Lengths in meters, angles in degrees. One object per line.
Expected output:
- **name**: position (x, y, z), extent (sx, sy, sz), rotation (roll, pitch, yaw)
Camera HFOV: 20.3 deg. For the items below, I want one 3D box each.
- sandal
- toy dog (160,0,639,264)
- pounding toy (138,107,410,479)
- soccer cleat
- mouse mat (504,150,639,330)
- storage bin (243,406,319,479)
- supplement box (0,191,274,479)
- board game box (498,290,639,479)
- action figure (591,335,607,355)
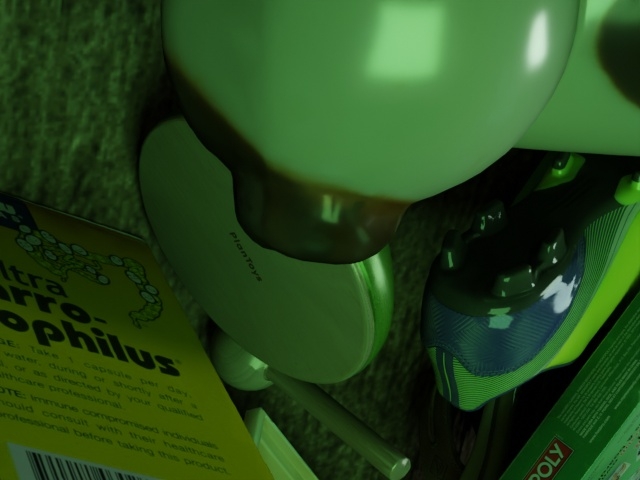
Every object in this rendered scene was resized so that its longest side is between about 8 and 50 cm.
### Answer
- **sandal**: position (0.105, 0.137, 1.215), extent (0.120, 0.086, 0.303), rotation (-17, 128, -57)
- **toy dog**: position (0.112, -0.122, 0.872), extent (0.408, 0.395, 0.284), rotation (-11, 135, -28)
- **pounding toy**: position (0.000, 0.000, 1.056), extent (0.110, 0.183, 0.237), rotation (-39, 135, -30)
- **soccer cleat**: position (0.165, 0.009, 1.116), extent (0.289, 0.093, 0.121), rotation (-29, 135, -38)
- **mouse mat**: position (0.198, -0.029, 1.207), extent (0.152, 0.007, 0.190), rotation (21, 112, -34)
- **storage bin**: position (-0.051, 0.295, 1.134), extent (0.123, 0.262, 0.260), rotation (-13, 134, 25)
- **supplement box**: position (-0.164, 0.140, 0.929), extent (0.195, 0.356, 0.194), rotation (20, 112, -34)
- **board game box**: position (0.221, 0.094, 1.172), extent (0.317, 0.046, 0.213), rotation (-54, 158, 3)
- **action figure**: position (0.236, 0.068, 1.276), extent (0.115, 0.030, 0.038), rotation (-32, 138, -6)
